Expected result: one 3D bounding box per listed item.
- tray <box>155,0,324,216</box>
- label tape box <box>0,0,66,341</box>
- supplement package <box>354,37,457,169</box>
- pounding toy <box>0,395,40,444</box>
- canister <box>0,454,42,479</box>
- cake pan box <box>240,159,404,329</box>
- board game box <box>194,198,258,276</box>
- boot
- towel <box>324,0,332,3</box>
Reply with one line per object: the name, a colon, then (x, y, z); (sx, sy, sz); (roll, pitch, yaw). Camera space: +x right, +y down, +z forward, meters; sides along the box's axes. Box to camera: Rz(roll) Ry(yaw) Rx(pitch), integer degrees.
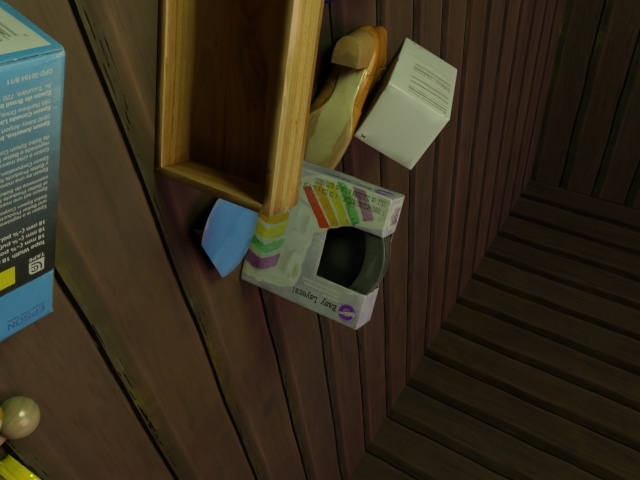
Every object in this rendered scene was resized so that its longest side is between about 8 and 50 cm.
tray: (-0.102, -0.256, 0.741); (0.076, 0.203, 0.410); (-30, 135, -53)
label tape box: (-0.358, -0.018, 0.517); (0.241, 0.106, 0.333); (-37, 158, -48)
supplement package: (0.177, -0.279, 1.206); (0.139, 0.134, 0.244); (-55, -171, 40)
pounding toy: (-0.398, 0.213, 0.633); (0.183, 0.110, 0.236); (-54, 150, -27)
canister: (-0.420, 0.377, 0.757); (0.170, 0.073, 0.126); (-50, 148, -30)
cake pan box: (0.000, 0.000, 1.057); (0.070, 0.267, 0.245); (-23, 131, -59)
board game box: (-0.161, -0.023, 1.001); (0.133, 0.033, 0.168); (-62, 159, -24)
boot: (0.055, -0.266, 1.159); (0.211, 0.104, 0.295); (-41, 154, -61)
towel: (0.040, -0.421, 0.743); (0.076, 0.308, 0.227); (-55, 140, -54)
